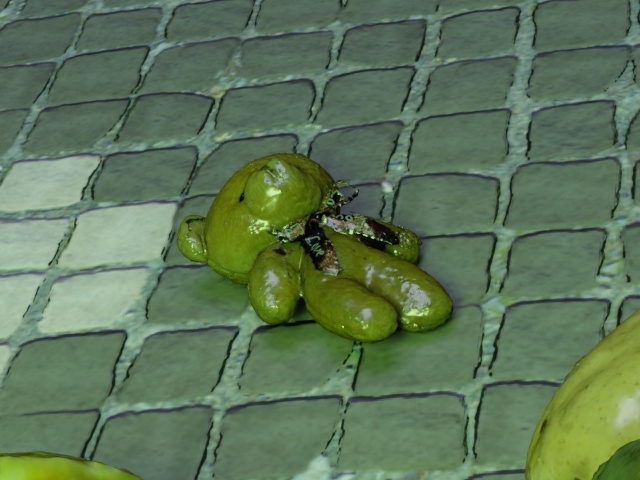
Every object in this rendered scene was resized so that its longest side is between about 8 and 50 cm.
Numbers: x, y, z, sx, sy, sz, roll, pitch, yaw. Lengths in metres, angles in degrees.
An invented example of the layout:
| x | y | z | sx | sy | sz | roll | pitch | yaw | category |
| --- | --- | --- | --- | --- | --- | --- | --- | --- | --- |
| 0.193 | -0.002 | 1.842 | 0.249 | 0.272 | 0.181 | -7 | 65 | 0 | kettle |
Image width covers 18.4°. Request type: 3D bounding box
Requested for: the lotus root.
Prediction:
| x | y | z | sx | sy | sz | roll | pitch | yaw | category |
| --- | --- | --- | --- | --- | --- | --- | --- | --- | --- |
| 0.211 | 0.100 | 1.041 | 0.284 | 0.146 | 0.160 | -36 | 21 | -25 | lotus root |

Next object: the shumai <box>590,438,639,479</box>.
| x | y | z | sx | sy | sz | roll | pitch | yaw | category |
| --- | --- | --- | --- | --- | --- | --- | --- | --- | --- |
| 0.252 | 0.246 | 0.685 | 0.323 | 0.324 | 0.397 | -3 | 37 | -7 | shumai |

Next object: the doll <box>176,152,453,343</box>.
| x | y | z | sx | sy | sz | roll | pitch | yaw | category |
| --- | --- | --- | --- | --- | --- | --- | --- | --- | --- |
| 0.000 | 0.000 | 1.324 | 0.137 | 0.097 | 0.209 | -29 | 40 | -30 | doll |

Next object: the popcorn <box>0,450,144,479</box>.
| x | y | z | sx | sy | sz | roll | pitch | yaw | category |
| --- | --- | --- | --- | --- | --- | --- | --- | --- | --- |
| -0.136 | 0.201 | 0.969 | 0.183 | 0.204 | 0.221 | -46 | 58 | -2 | popcorn |
